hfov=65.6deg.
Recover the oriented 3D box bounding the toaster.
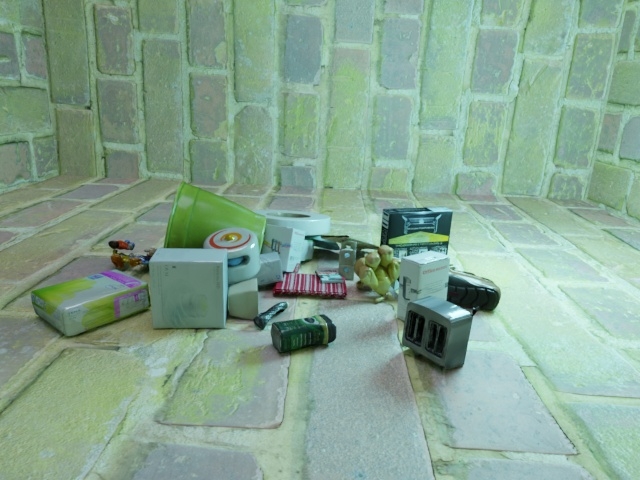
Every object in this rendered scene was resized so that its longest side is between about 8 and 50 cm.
[{"bbox_3d":[0.335,0.253,1.416,0.110,0.186,0.168,-6,20,-40],"label":"toaster"}]

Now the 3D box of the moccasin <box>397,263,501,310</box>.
[{"bbox_3d":[0.467,0.151,1.830,0.379,0.139,0.147,7,17,14],"label":"moccasin"}]

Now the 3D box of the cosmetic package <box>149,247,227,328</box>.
[{"bbox_3d":[-0.409,0.149,1.570,0.224,0.224,0.138,0,17,-7],"label":"cosmetic package"}]

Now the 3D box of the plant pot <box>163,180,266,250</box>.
[{"bbox_3d":[-0.408,-0.017,1.978,0.352,0.367,0.366,12,16,-9],"label":"plant pot"}]

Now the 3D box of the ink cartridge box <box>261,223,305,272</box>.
[{"bbox_3d":[-0.152,0.032,2.003,0.127,0.177,0.128,10,-2,22],"label":"ink cartridge box"}]

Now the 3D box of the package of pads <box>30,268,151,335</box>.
[{"bbox_3d":[-0.728,0.192,1.599,0.229,0.101,0.296,15,22,38],"label":"package of pads"}]

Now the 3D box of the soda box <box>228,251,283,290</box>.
[{"bbox_3d":[-0.287,0.119,1.849,0.285,0.091,0.098,-9,19,-10],"label":"soda box"}]

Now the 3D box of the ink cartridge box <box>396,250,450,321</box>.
[{"bbox_3d":[0.344,0.156,1.664,0.158,0.218,0.092,-10,21,-36],"label":"ink cartridge box"}]

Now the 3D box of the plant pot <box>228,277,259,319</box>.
[{"bbox_3d":[-0.254,0.196,1.644,0.096,0.109,0.109,-4,18,-7],"label":"plant pot"}]

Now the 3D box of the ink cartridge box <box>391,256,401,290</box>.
[{"bbox_3d":[0.289,0.129,1.985,0.127,0.073,0.175,15,22,37],"label":"ink cartridge box"}]

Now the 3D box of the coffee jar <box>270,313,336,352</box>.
[{"bbox_3d":[-0.048,0.273,1.471,0.184,0.079,0.096,-6,16,-23],"label":"coffee jar"}]

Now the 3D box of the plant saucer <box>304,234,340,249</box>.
[{"bbox_3d":[0.000,0.000,2.263,0.194,0.038,0.195,14,-11,3],"label":"plant saucer"}]

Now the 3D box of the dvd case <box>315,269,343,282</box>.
[{"bbox_3d":[0.033,0.139,1.935,0.087,0.013,0.119,1,14,-15],"label":"dvd case"}]

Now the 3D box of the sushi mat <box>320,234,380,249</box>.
[{"bbox_3d":[0.148,0.012,2.201,0.151,0.019,0.316,-1,-11,36],"label":"sushi mat"}]

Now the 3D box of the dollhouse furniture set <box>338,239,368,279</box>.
[{"bbox_3d":[0.169,0.081,2.025,0.183,0.129,0.129,4,18,4],"label":"dollhouse furniture set"}]

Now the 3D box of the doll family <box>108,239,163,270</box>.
[{"bbox_3d":[-0.736,0.071,1.989,0.262,0.119,0.163,9,1,8],"label":"doll family"}]

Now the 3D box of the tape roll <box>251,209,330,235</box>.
[{"bbox_3d":[-0.146,-0.085,2.276,0.391,0.072,0.392,4,8,-1],"label":"tape roll"}]

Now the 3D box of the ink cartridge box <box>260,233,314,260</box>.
[{"bbox_3d":[-0.159,0.026,2.165,0.219,0.093,0.160,9,4,22],"label":"ink cartridge box"}]

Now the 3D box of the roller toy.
[{"bbox_3d":[-0.305,0.044,1.727,0.190,0.147,0.209,11,32,23],"label":"roller toy"}]

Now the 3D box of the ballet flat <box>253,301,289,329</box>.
[{"bbox_3d":[-0.156,0.244,1.625,0.049,0.057,0.173,51,34,10],"label":"ballet flat"}]

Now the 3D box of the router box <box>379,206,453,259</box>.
[{"bbox_3d":[0.419,-0.019,2.194,0.308,0.243,0.081,-2,18,-17],"label":"router box"}]

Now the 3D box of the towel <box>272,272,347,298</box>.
[{"bbox_3d":[-0.039,0.168,1.887,0.274,0.031,0.199,4,15,-2],"label":"towel"}]

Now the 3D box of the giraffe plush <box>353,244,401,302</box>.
[{"bbox_3d":[0.196,0.117,1.847,0.181,0.211,0.170,-31,24,-18],"label":"giraffe plush"}]
